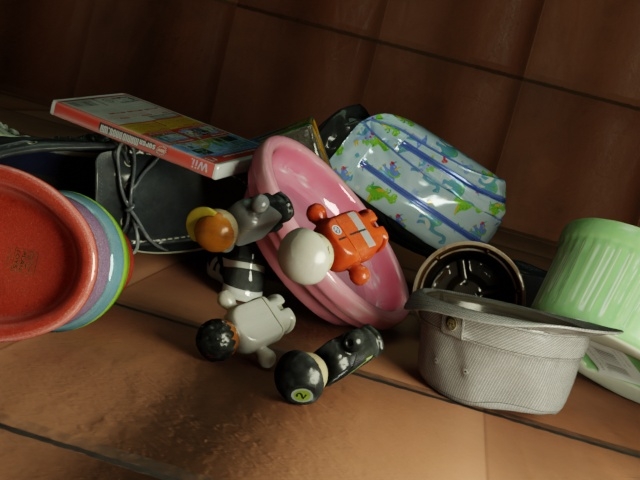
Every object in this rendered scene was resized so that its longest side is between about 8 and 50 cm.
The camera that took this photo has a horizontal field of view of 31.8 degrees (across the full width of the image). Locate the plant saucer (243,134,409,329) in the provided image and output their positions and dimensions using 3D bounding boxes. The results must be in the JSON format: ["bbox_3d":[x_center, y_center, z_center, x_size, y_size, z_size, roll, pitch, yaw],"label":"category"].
[{"bbox_3d":[0.000,0.000,1.650,0.332,0.084,0.332,45,22,-23],"label":"plant saucer"}]

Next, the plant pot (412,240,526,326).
[{"bbox_3d":[0.226,0.086,1.731,0.167,0.167,0.165,16,0,6],"label":"plant pot"}]

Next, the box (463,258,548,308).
[{"bbox_3d":[0.371,0.093,2.133,0.158,0.093,0.156,10,9,-36],"label":"box"}]

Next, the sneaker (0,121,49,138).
[{"bbox_3d":[-0.586,-0.156,2.107,0.292,0.110,0.118,10,18,-31],"label":"sneaker"}]

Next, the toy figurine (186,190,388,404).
[{"bbox_3d":[-0.042,0.057,1.232,0.209,0.213,0.148,16,24,35],"label":"toy figurine"}]

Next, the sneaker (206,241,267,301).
[{"bbox_3d":[-0.113,0.013,1.696,0.079,0.121,0.217,13,8,-17],"label":"sneaker"}]

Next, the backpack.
[{"bbox_3d":[0.168,-0.097,2.082,0.355,0.273,0.290,48,1,9],"label":"backpack"}]

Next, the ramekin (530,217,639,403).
[{"bbox_3d":[0.440,0.114,1.561,0.303,0.148,0.303,31,-13,8],"label":"ramekin"}]

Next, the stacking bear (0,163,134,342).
[{"bbox_3d":[-0.286,0.021,1.240,0.164,0.175,0.289,13,0,4],"label":"stacking bear"}]

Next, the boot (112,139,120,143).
[{"bbox_3d":[-0.365,-0.150,2.257,0.073,0.152,0.197,18,8,21],"label":"boot"}]

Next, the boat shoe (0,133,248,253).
[{"bbox_3d":[-0.315,-0.067,1.697,0.500,0.187,0.156,6,11,-15],"label":"boat shoe"}]

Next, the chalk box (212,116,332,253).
[{"bbox_3d":[-0.119,-0.074,1.889,0.289,0.180,0.179,-19,9,5],"label":"chalk box"}]

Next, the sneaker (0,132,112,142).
[{"bbox_3d":[-0.419,-0.127,1.873,0.293,0.146,0.102,26,-24,11],"label":"sneaker"}]

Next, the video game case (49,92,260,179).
[{"bbox_3d":[-0.231,-0.161,1.685,0.285,0.025,0.204,22,17,17],"label":"video game case"}]

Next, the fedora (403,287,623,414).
[{"bbox_3d":[0.225,0.143,1.398,0.275,0.124,0.243,13,4,36],"label":"fedora"}]
